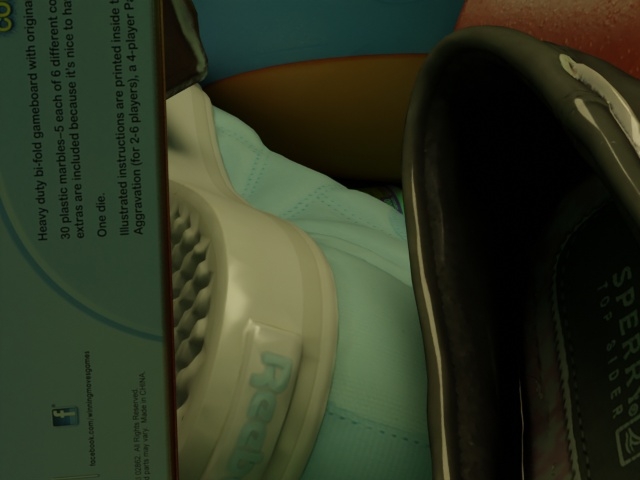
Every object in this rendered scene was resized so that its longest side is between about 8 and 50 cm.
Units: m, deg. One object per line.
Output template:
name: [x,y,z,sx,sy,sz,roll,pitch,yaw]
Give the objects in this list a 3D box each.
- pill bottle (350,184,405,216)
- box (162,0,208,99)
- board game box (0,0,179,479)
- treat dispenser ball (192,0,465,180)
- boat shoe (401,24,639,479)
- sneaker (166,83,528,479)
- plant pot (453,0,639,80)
pill bottle: [0.000,0.000,0.733,0.083,0.043,0.043,-8,23,-21]
box: [-0.255,-0.042,0.541,0.381,0.143,0.191,-33,31,-17]
board game box: [-0.105,0.020,0.356,0.145,0.281,0.027,-4,22,-11]
treat dispenser ball: [0.028,-0.171,0.747,0.288,0.288,0.288,0,22,0]
boat shoe: [0.061,0.078,0.334,0.095,0.112,0.335,30,36,-24]
sneaker: [-0.020,0.032,0.589,0.150,0.135,0.366,22,12,-19]
plant pot: [0.197,-0.029,0.554,0.272,0.272,0.265,-14,17,-32]
